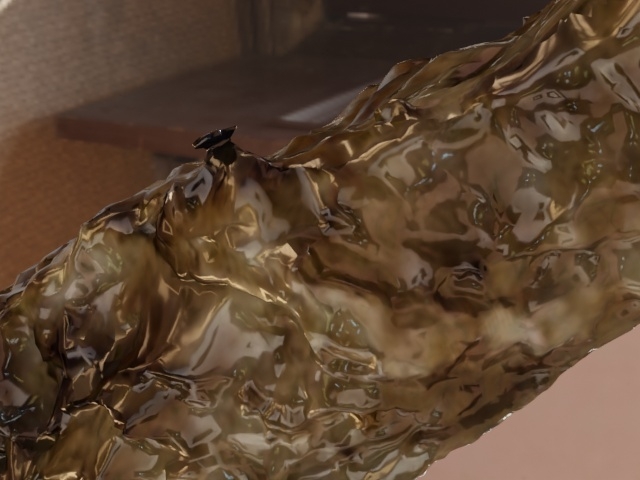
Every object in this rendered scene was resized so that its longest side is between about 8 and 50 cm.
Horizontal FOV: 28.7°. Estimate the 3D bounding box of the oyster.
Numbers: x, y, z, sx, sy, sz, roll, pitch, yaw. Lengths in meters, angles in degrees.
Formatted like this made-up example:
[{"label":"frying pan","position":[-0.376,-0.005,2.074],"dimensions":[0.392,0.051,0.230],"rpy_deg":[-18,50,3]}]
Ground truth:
[{"label":"oyster","position":[0.015,-0.016,0.426],"dimensions":[0.111,0.396,0.204],"rpy_deg":[57,23,-18]}]
